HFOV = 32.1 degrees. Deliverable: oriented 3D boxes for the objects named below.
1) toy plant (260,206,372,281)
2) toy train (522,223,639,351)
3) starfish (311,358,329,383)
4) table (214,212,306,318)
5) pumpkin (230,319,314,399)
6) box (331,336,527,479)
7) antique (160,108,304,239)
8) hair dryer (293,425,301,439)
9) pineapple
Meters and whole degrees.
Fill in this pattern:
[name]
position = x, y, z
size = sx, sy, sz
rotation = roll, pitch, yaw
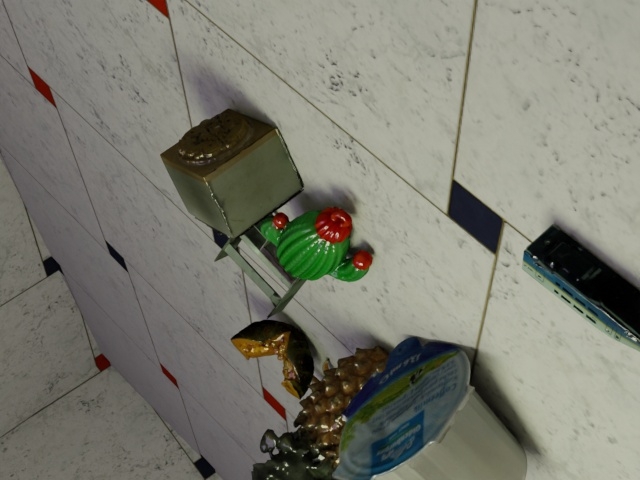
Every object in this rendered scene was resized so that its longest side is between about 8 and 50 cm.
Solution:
[toy plant]
position = 0.005, 0.009, 1.700
size = 0.240, 0.088, 0.154
rotation = -2, 137, 52
[toy train]
position = 0.320, 0.076, 1.191
size = 0.234, 0.052, 0.051
rotation = 41, 161, 24
[starfish]
position = 0.047, 0.326, 2.207
size = 0.247, 0.050, 0.138
rotation = 43, 157, 11
[table]
position = -0.087, 0.026, 1.938
size = 0.146, 0.062, 0.175
rotation = 47, 128, 11
[pumpkin]
position = -0.077, 0.221, 2.203
size = 0.183, 0.107, 0.119
rotation = 40, 161, 11
[box]
position = 0.178, 0.304, 1.682
size = 0.206, 0.262, 0.291
rotation = 47, -160, -19
[antique]
position = -0.139, -0.109, 1.708
size = 0.152, 0.147, 0.148
rotation = 27, 147, 49
[hair dryer]
position = -0.005, 0.470, 2.275
size = 0.189, 0.107, 0.352
rotation = 44, 147, 5
[pineapple]
position = 0.020, 0.346, 1.853
size = 0.223, 0.357, 0.223
rotation = 43, 156, 25
